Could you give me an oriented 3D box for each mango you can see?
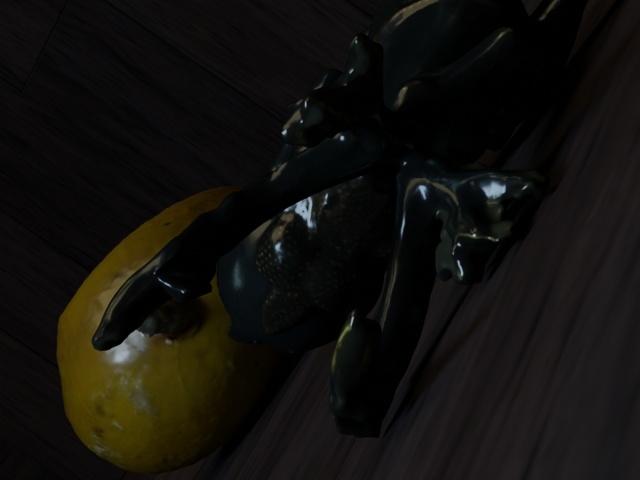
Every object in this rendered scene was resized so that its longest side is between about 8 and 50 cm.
[{"bbox_3d":[-0.070,0.051,1.006,0.176,0.119,0.317,-58,-7,6],"label":"mango"}]

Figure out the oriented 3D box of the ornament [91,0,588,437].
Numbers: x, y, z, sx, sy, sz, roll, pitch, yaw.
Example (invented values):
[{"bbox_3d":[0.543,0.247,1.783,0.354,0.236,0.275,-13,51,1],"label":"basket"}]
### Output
[{"bbox_3d":[0.000,0.000,0.537,0.202,0.080,0.236,-50,4,28],"label":"ornament"}]
